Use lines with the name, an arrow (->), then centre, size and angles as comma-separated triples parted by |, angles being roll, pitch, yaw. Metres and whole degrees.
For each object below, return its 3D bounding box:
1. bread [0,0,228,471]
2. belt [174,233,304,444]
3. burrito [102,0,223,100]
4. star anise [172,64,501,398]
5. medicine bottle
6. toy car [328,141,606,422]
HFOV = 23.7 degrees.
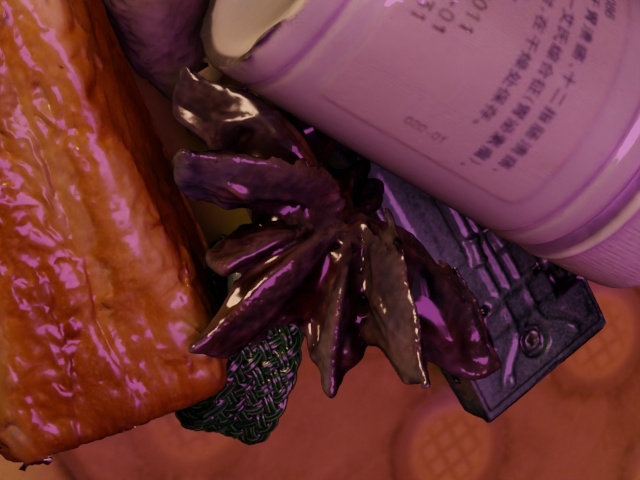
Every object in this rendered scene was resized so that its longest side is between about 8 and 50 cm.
bread -> -0.191, -0.033, 0.997 | 0.195, 0.149, 0.344 | -18, 108, 2
belt -> -0.049, 0.070, 1.094 | 0.079, 0.121, 0.151 | 12, 83, -23
burrito -> -0.138, -0.257, 0.962 | 0.107, 0.175, 0.348 | -19, 144, 1
star anise -> -0.003, 0.000, 0.991 | 0.129, 0.212, 0.283 | -38, 98, 28
medicine bottle -> 0.109, -0.116, 0.993 | 0.332, 0.190, 0.190 | 29, 87, -24
toy car -> 0.088, -0.027, 1.146 | 0.141, 0.097, 0.321 | -37, 107, -20
